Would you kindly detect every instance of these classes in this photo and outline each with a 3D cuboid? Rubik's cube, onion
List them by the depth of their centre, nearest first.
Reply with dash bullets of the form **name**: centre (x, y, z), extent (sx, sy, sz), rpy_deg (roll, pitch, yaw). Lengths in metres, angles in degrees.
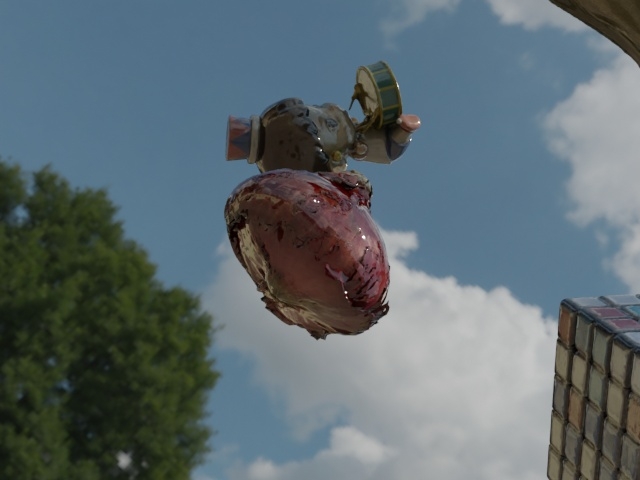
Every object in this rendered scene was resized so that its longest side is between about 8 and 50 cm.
- **onion**: centre (0.000, 0.000, 1.104), extent (0.184, 0.147, 0.184), rpy_deg (41, -16, 14)
- **Rubik's cube**: centre (0.497, 0.244, 1.592), extent (0.287, 0.292, 0.293), rpy_deg (-130, -141, -71)

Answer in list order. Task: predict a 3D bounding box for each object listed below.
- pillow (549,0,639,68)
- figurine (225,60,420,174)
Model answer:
- **pillow**: centre (0.239, -0.151, 0.749), extent (0.217, 0.033, 0.130), rpy_deg (33, -54, -31)
- **figurine**: centre (-0.003, -0.155, 1.709), extent (0.161, 0.276, 0.158), rpy_deg (-132, -154, -54)
